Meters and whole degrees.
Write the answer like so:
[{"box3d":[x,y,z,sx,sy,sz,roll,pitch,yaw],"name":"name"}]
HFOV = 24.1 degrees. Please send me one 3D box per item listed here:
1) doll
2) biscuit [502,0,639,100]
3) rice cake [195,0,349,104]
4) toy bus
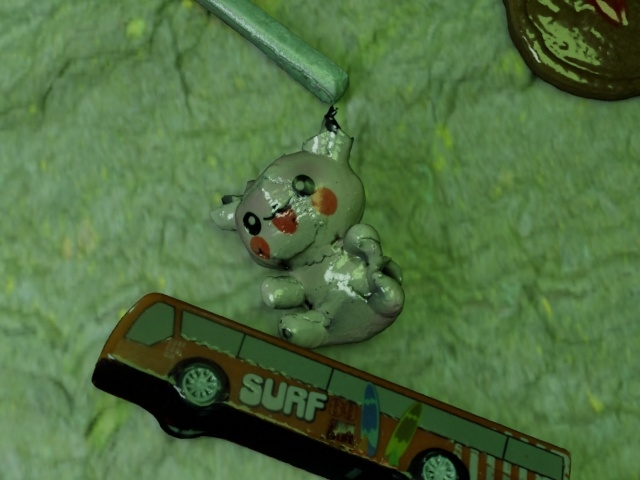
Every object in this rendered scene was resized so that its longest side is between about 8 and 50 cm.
[{"box3d":[0.000,0.000,1.304,0.149,0.095,0.192,-31,86,24],"name":"doll"},{"box3d":[0.304,-0.262,1.493,0.257,0.049,0.273,13,71,-8],"name":"biscuit"},{"box3d":[-0.061,-0.199,1.396,0.207,0.033,0.033,37,69,2],"name":"rice cake"},{"box3d":[0.010,0.158,1.262,0.408,0.093,0.092,22,61,-6],"name":"toy bus"}]
